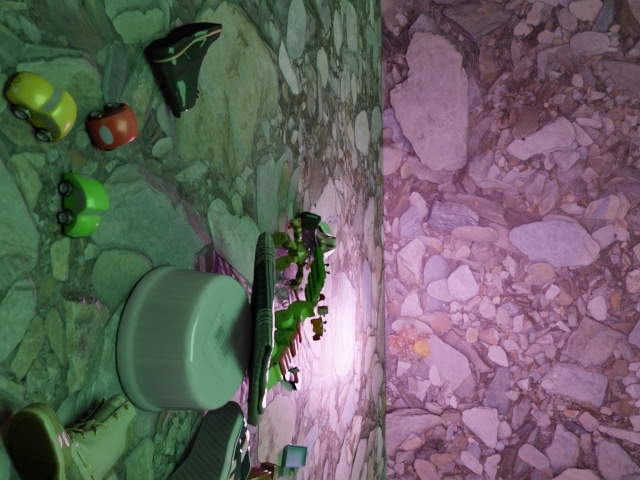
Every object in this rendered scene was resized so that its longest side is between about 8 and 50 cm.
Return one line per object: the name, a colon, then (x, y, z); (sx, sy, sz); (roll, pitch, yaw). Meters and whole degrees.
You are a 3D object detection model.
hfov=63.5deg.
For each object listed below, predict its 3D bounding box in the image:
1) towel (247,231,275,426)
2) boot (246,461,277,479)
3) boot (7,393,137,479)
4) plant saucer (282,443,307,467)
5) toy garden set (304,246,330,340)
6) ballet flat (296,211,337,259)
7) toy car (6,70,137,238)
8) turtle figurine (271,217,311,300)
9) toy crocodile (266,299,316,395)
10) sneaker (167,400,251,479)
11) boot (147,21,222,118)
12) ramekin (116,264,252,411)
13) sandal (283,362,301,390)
towel: (-0.127, 0.199, 1.153); (0.312, 0.056, 0.324); (-98, -165, -46)
boot: (-0.165, 0.659, 1.317); (0.197, 0.073, 0.152); (39, 57, -64)
boot: (-0.344, 0.276, 0.746); (0.165, 0.077, 0.213); (-58, 149, -57)
plant saucer: (-0.081, 0.691, 1.656); (0.192, 0.018, 0.067); (55, 39, -62)
toy garden set: (0.001, 0.174, 1.598); (0.244, 0.049, 0.203); (106, -20, -51)
ballet flat: (0.000, 0.000, 1.755); (0.280, 0.096, 0.095); (61, 34, -57)
toy car: (-0.344, -0.115, 0.768); (0.239, 0.053, 0.224); (-4, 94, -72)
turtle figurine: (-0.074, 0.054, 1.544); (0.217, 0.087, 0.269); (18, 73, -71)
toy crocodile: (-0.104, 0.292, 1.431); (0.340, 0.105, 0.115); (-59, 145, -56)
sneaker: (-0.220, 0.486, 1.050); (0.321, 0.126, 0.127); (-61, 141, -58)
boot: (-0.255, -0.345, 1.027); (0.198, 0.077, 0.137); (-51, 145, -42)
ramekin: (-0.237, 0.186, 0.974); (0.277, 0.135, 0.277); (1, 90, -71)
sandal: (-0.078, 0.420, 1.617); (0.179, 0.040, 0.067); (66, 30, -52)
